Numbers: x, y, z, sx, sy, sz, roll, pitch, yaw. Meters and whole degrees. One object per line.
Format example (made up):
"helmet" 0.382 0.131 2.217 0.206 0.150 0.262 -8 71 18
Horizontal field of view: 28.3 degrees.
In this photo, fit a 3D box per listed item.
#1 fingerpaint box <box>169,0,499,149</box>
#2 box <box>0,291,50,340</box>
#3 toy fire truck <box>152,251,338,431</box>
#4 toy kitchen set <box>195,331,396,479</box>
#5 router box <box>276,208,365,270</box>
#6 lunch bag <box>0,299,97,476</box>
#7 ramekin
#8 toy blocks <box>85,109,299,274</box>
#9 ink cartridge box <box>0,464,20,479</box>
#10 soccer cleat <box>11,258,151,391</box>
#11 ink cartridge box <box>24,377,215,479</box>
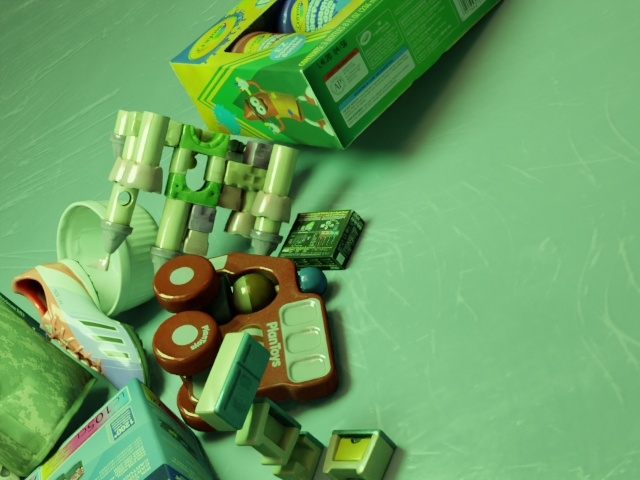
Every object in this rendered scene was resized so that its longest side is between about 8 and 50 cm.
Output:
"fingerpaint box" 0.028 -0.361 2.136 0.445 0.163 0.371 -44 33 -24
"box" -0.571 0.214 2.239 0.108 0.153 0.207 -31 38 18
"toy fire truck" -0.107 0.132 1.888 0.254 0.169 0.302 -12 42 3
"toy kitchen set" -0.022 0.219 1.647 0.166 0.207 0.122 -8 50 39
"router box" 0.000 0.000 1.991 0.122 0.038 0.092 -2 54 43
"lunch bag" -0.497 0.232 1.963 0.169 0.235 0.287 -50 5 5
"ramekin" -0.355 0.026 2.182 0.109 0.207 0.207 -14 15 -39
"toy blocks" -0.221 -0.058 2.082 0.309 0.289 0.260 -163 85 -67
"ink cartridge box" -0.584 0.400 2.017 0.207 0.117 0.283 -10 32 -18
"soccer cleat" -0.390 0.153 2.080 0.318 0.116 0.108 48 132 31
"ink cartridge box" -0.270 0.391 1.710 0.270 0.151 0.395 -44 25 0
